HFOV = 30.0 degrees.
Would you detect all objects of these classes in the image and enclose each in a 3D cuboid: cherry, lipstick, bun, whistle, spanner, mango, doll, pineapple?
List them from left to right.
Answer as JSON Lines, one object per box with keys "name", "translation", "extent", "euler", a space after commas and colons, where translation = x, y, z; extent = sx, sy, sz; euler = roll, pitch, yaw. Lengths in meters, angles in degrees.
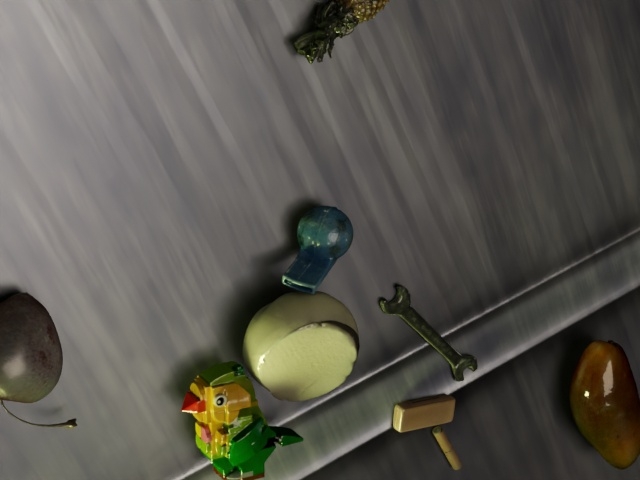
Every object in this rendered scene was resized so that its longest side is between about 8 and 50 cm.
{"name": "cherry", "translation": [-0.370, 0.150, 1.547], "extent": [0.188, 0.115, 0.148], "euler": [16, 56, -43]}
{"name": "doll", "translation": [-0.122, 0.261, 1.732], "extent": [0.134, 0.106, 0.186], "euler": [-36, 120, -15]}
{"name": "bun", "translation": [-0.033, 0.140, 1.747], "extent": [0.172, 0.120, 0.173], "euler": [-12, 134, -13]}
{"name": "whistle", "translation": [0.000, 0.000, 1.736], "extent": [0.158, 0.090, 0.090], "euler": [-54, 134, -52]}
{"name": "pineapple", "translation": [0.030, -0.315, 1.685], "extent": [0.159, 0.074, 0.074], "euler": [-46, 124, -10]}
{"name": "spanner", "translation": [0.182, 0.155, 1.956], "extent": [0.254, 0.015, 0.054], "euler": [44, 79, -34]}
{"name": "lipstick", "translation": [0.217, 0.355, 2.037], "extent": [0.019, 0.019, 0.094], "euler": [-39, 121, -18]}
{"name": "mango", "translation": [0.516, 0.299, 2.159], "extent": [0.133, 0.111, 0.268], "euler": [-39, 122, -36]}

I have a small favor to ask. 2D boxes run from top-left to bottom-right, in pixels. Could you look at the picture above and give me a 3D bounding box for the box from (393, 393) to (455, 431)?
{"name": "box", "translation": [0.172, 0.286, 1.984], "extent": [0.115, 0.025, 0.048], "euler": [-6, 113, -32]}
